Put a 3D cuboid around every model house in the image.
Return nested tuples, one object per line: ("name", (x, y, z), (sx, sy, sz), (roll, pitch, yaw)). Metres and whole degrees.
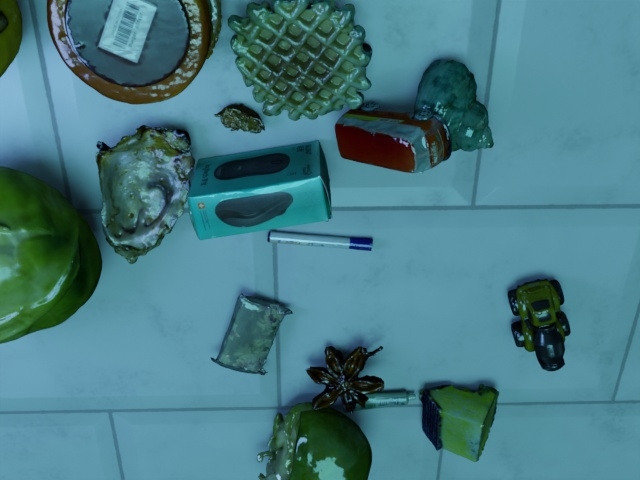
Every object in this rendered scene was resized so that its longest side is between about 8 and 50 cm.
("model house", (0.392, 0.513, 2.125), (0.211, 0.170, 0.194), (14, 131, 22))

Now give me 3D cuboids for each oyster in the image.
("oyster", (-0.404, -0.106, 1.727), (0.221, 0.096, 0.361), (3, 120, -2))

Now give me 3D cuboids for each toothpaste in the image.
("toothpaste", (0.171, 0.467, 2.125), (0.218, 0.041, 0.064), (-6, 110, 5))

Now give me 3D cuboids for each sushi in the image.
("sushi", (-0.183, -0.275, 1.656), (0.117, 0.060, 0.062), (3, 126, -3))

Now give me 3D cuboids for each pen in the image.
("pen", (0.000, 0.000, 1.843), (0.268, 0.033, 0.033), (5, 121, -5))

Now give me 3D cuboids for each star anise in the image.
("star anise", (0.071, 0.388, 2.016), (0.220, 0.126, 0.190), (-2, 82, 11))

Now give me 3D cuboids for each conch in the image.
("conch", (0.299, -0.277, 1.624), (0.202, 0.134, 0.196), (25, 132, -11))

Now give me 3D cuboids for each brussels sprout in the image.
("brussels sprout", (-0.013, 0.651, 2.089), (0.314, 0.276, 0.371), (30, 116, -15))
("brussels sprout", (-0.695, 0.050, 1.663), (0.360, 0.343, 0.426), (1, 132, 6))

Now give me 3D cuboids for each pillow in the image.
("pillow", (-0.187, 0.255, 1.973), (0.169, 0.059, 0.255), (18, 117, -13))

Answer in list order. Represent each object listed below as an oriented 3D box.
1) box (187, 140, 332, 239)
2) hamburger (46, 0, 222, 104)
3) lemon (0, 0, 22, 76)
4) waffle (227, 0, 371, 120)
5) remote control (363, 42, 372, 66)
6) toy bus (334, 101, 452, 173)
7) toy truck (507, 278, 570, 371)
("box", (-0.135, -0.119, 1.668), (0.311, 0.205, 0.118), (-8, 123, 4))
("hamburger", (-0.359, -0.449, 1.436), (0.329, 0.250, 0.330), (-1, 125, -2))
("lemon", (-0.741, -0.424, 1.419), (0.296, 0.297, 0.297), (-1, 121, -2))
("waffle", (-0.038, -0.387, 1.550), (0.291, 0.056, 0.309), (-6, 135, 13))
("remote control", (0.006, -0.425, 1.582), (0.221, 0.042, 0.072), (14, 121, -10))
("toy bus", (0.153, -0.220, 1.591), (0.119, 0.265, 0.121), (-36, 128, -33))
("toy truck", (0.587, 0.222, 1.919), (0.147, 0.165, 0.224), (-14, 120, 7))
